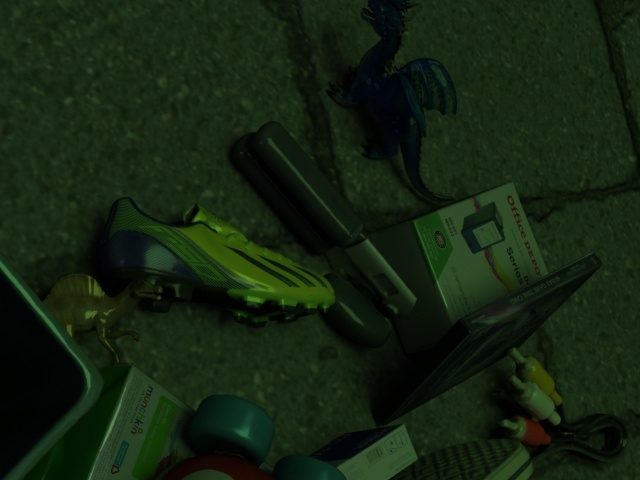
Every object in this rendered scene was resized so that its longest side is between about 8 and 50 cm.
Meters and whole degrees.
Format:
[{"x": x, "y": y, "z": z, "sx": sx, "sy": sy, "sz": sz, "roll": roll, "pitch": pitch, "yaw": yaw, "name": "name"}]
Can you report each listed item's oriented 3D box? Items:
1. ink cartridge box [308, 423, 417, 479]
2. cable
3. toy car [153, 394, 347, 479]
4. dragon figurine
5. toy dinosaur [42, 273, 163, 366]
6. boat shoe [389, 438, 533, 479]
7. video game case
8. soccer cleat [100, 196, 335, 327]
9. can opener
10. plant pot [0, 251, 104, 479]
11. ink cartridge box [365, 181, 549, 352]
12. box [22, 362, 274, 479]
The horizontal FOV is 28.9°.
[{"x": 0.000, "y": 0.256, "z": 1.300, "sx": 0.207, "sy": 0.097, "sz": 0.046, "roll": -24, "pitch": 93, "yaw": -45, "name": "ink cartridge box"}, {"x": 0.316, "y": 0.250, "z": 1.607, "sx": 0.287, "sy": 0.072, "sz": 0.140, "roll": 28, "pitch": 64, "yaw": -33, "name": "cable"}, {"x": -0.010, "y": 0.254, "z": 1.009, "sx": 0.210, "sy": 0.238, "sz": 0.219, "roll": 44, "pitch": 51, "yaw": -32, "name": "toy car"}, {"x": 0.107, "y": -0.167, "z": 1.507, "sx": 0.085, "sy": 0.144, "sz": 0.289, "roll": -39, "pitch": 103, "yaw": -42, "name": "dragon figurine"}, {"x": -0.239, "y": 0.078, "z": 1.172, "sx": 0.183, "sy": 0.053, "sz": 0.093, "roll": -7, "pitch": 90, "yaw": -11, "name": "toy dinosaur"}, {"x": 0.059, "y": 0.378, "z": 1.263, "sx": 0.500, "sy": 0.186, "sz": 0.156, "roll": -40, "pitch": 109, "yaw": -37, "name": "boat shoe"}, {"x": 0.200, "y": 0.114, "z": 1.468, "sx": 0.274, "sy": 0.196, "sz": 0.026, "roll": -20, "pitch": 65, "yaw": -44, "name": "video game case"}, {"x": -0.096, "y": 0.020, "z": 1.296, "sx": 0.289, "sy": 0.093, "sz": 0.121, "roll": 12, "pitch": 66, "yaw": -39, "name": "soccer cleat"}, {"x": 0.000, "y": 0.000, "z": 1.402, "sx": 0.283, "sy": 0.076, "sz": 0.095, "roll": 49, "pitch": 49, "yaw": -17, "name": "can opener"}, {"x": -0.367, "y": 0.112, "z": 0.908, "sx": 0.248, "sy": 0.252, "sz": 0.247, "roll": 54, "pitch": 49, "yaw": -15, "name": "plant pot"}, {"x": 0.175, "y": 0.030, "z": 1.540, "sx": 0.212, "sy": 0.093, "sz": 0.154, "roll": -19, "pitch": 89, "yaw": -46, "name": "ink cartridge box"}, {"x": -0.167, "y": 0.281, "z": 1.100, "sx": 0.231, "sy": 0.126, "sz": 0.262, "roll": 42, "pitch": 51, "yaw": -35, "name": "box"}]
